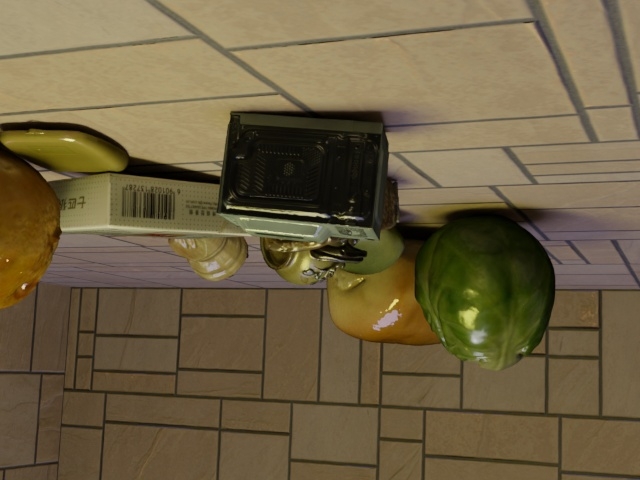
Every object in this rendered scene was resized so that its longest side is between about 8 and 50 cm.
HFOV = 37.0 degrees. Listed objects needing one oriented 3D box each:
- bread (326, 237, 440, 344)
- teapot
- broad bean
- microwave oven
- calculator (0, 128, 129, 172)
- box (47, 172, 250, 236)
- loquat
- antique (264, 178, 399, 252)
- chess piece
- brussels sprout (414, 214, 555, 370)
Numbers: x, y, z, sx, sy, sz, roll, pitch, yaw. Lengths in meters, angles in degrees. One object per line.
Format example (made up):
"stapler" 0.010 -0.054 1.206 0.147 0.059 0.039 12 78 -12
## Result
"bread" 0.202 0.117 2.252 0.376 0.253 0.348 7 -178 -39
"teapot" 0.000 0.000 1.793 0.182 0.173 0.269 2 -169 -35
"broad bean" 0.080 0.000 1.990 0.189 0.121 0.263 5 171 16
"microwave oven" -0.019 -0.082 1.279 0.208 0.162 0.122 5 172 9
"calculator" -0.386 -0.135 1.450 0.157 0.033 0.236 2 173 9
"box" -0.296 -0.054 1.690 0.210 0.095 0.330 -2 178 43
"loquat" -0.547 -0.031 1.481 0.283 0.276 0.276 26 173 3
"antique" 0.028 -0.058 1.580 0.125 0.150 0.284 -4 179 31
"chess piece" -0.263 -0.017 2.043 0.137 0.137 0.301 0 159 15
"brussels sprout" 0.342 0.109 1.966 0.281 0.355 0.289 -23 -146 -16
